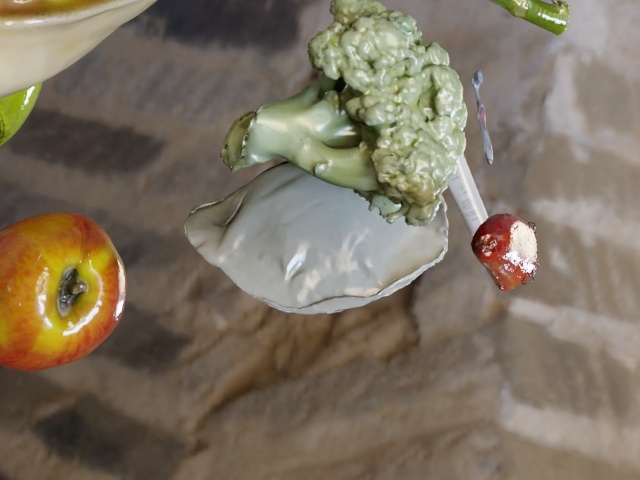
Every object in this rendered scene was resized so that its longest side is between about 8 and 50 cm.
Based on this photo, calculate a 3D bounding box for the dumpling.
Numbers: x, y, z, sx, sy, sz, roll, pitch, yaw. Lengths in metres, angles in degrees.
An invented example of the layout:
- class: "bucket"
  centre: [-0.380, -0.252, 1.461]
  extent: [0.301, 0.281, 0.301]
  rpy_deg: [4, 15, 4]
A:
- class: "dumpling"
  centre: [-0.004, 0.000, 2.056]
  extent: [0.341, 0.181, 0.260]
  rpy_deg: [15, -146, -20]

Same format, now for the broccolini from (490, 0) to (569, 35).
- class: "broccolini"
  centre: [0.124, -0.344, 1.731]
  extent: [0.392, 0.074, 0.079]
  rpy_deg: [21, 180, -22]

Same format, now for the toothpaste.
- class: "toothpaste"
  centre: [0.191, -0.074, 2.017]
  extent: [0.048, 0.190, 0.031]
  rpy_deg: [-23, 175, 1]

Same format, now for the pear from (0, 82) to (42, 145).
- class: "pear"
  centre: [-0.397, -0.248, 1.842]
  extent: [0.139, 0.239, 0.288]
  rpy_deg: [19, 154, -4]

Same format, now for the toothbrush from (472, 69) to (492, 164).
- class: "toothbrush"
  centre: [0.256, -0.194, 2.339]
  extent: [0.013, 0.193, 0.019]
  rpy_deg: [20, 137, -28]

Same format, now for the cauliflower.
- class: "cauliflower"
  centre: [0.051, -0.161, 1.853]
  extent: [0.281, 0.260, 0.327]
  rpy_deg: [-6, -125, -32]

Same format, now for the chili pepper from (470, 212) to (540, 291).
- class: "chili pepper"
  centre: [0.192, 0.009, 1.613]
  extent: [0.065, 0.088, 0.169]
  rpy_deg: [-6, 175, 17]

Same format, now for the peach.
- class: "peach"
  centre: [-0.438, 0.078, 2.345]
  extent: [0.238, 0.281, 0.281]
  rpy_deg: [29, 176, -28]

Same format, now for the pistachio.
- class: "pistachio"
  centre: [-0.274, -0.239, 1.254]
  extent: [0.321, 0.229, 0.238]
  rpy_deg: [-23, -146, -20]
